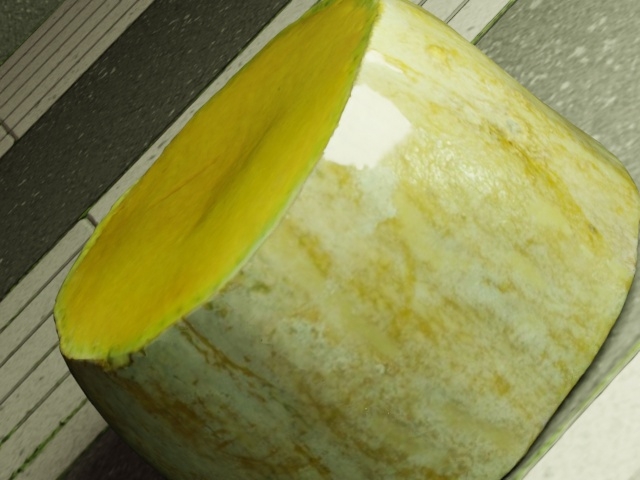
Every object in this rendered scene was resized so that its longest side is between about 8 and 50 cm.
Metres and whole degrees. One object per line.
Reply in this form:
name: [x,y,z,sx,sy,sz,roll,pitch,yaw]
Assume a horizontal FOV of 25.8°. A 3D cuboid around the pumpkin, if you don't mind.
pumpkin: [0.000,0.000,0.814,0.332,0.199,0.332,-33,26,18]
